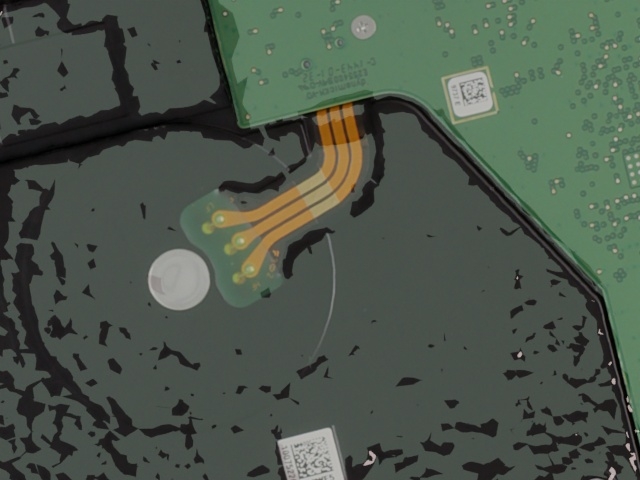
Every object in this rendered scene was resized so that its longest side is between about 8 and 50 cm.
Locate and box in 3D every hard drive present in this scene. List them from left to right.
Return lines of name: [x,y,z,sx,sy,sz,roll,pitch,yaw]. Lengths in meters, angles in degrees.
hard drive: [0.000,0.000,0.542,0.338,0.064,0.237,-15,93,1]
